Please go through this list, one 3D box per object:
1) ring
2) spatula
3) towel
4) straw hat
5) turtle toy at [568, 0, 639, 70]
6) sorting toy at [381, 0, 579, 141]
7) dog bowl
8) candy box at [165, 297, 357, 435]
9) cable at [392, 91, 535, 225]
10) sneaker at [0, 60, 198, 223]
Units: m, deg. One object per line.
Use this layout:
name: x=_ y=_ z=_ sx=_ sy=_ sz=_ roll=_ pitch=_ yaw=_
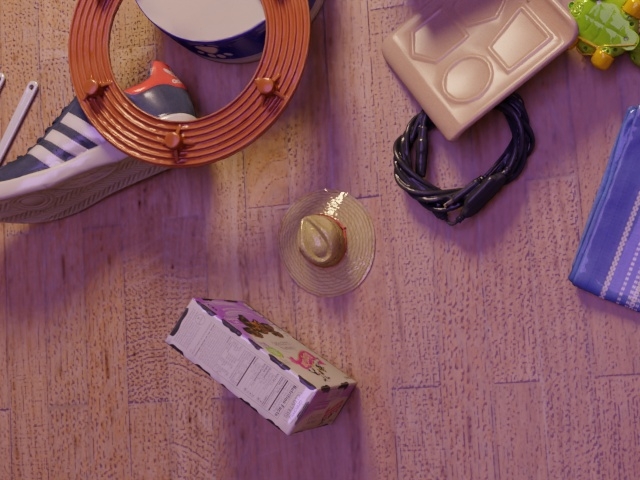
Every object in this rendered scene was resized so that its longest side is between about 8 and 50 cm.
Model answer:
ring: x=-0.175 y=-0.261 z=1.435 sx=0.336 sy=0.032 sz=0.336 roll=-2 pitch=82 yaw=16
spatula: x=-0.523 y=-0.150 z=1.656 sx=0.168 sy=0.019 sz=0.242 roll=27 pitch=93 yaw=19
towel: x=0.483 y=-0.004 z=1.307 sx=0.336 sy=0.040 sz=0.243 roll=21 pitch=92 yaw=18
straw hat: x=0.000 y=0.000 z=1.450 sx=0.144 sy=0.061 sz=0.144 roll=-2 pitch=84 yaw=18
turtle toy: x=0.356 y=-0.254 z=1.358 sx=0.130 sy=0.066 sz=0.095 roll=36 pitch=110 yaw=16
sorting toy: x=0.196 y=-0.247 z=1.404 sx=0.208 sy=0.038 sz=0.193 roll=-42 pitch=54 yaw=14
dog bowl: x=-0.123 y=-0.378 z=1.506 sx=0.265 sy=0.104 sz=0.265 roll=-2 pitch=84 yaw=18
candy box: x=-0.070 y=0.154 z=1.401 sx=0.196 sy=0.165 sz=0.070 roll=34 pitch=96 yaw=18
cable: x=0.181 y=-0.120 z=1.418 sx=0.184 sy=0.047 sz=0.150 roll=-48 pitch=67 yaw=8
sneaker: x=-0.333 y=-0.138 z=1.546 sx=0.350 sy=0.131 sz=0.148 roll=-20 pitch=72 yaw=9
